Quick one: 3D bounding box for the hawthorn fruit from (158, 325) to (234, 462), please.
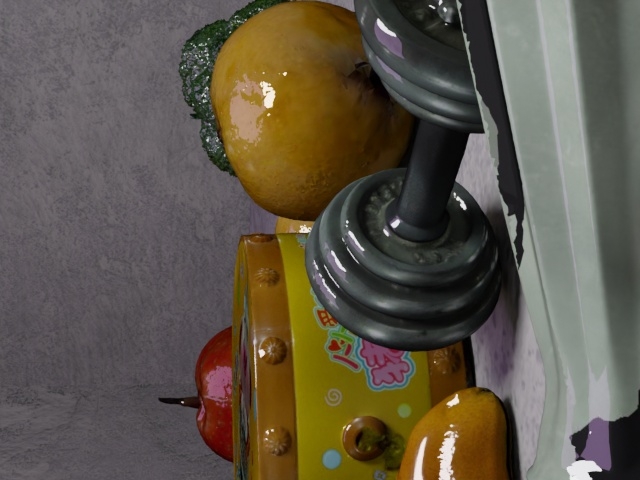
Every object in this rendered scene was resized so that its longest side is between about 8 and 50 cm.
[{"bbox_3d":[-0.112,0.248,1.704,0.254,0.300,0.254,178,90,-83],"label":"hawthorn fruit"}]

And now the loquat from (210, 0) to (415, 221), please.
[{"bbox_3d":[-0.015,-0.154,1.256,0.263,0.263,0.263,180,90,-81],"label":"loquat"}]

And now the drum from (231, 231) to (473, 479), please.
[{"bbox_3d":[0.015,0.193,1.189,0.431,0.214,0.430,179,90,-81],"label":"drum"}]

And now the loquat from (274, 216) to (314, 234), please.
[{"bbox_3d":[0.000,0.000,1.522,0.163,0.137,0.163,-178,90,-65],"label":"loquat"}]

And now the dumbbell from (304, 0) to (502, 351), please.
[{"bbox_3d":[0.091,-0.068,0.823,0.406,0.179,0.179,100,166,-50],"label":"dumbbell"}]

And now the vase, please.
[{"bbox_3d":[0.151,-0.053,0.556,0.165,0.165,0.360,167,100,-81],"label":"vase"}]

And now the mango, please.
[{"bbox_3d":[0.119,0.211,0.911,0.084,0.105,0.159,56,-141,-58],"label":"mango"}]

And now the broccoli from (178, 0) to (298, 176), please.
[{"bbox_3d":[-0.088,-0.247,1.790,0.283,0.304,0.321,0,-87,-69],"label":"broccoli"}]
